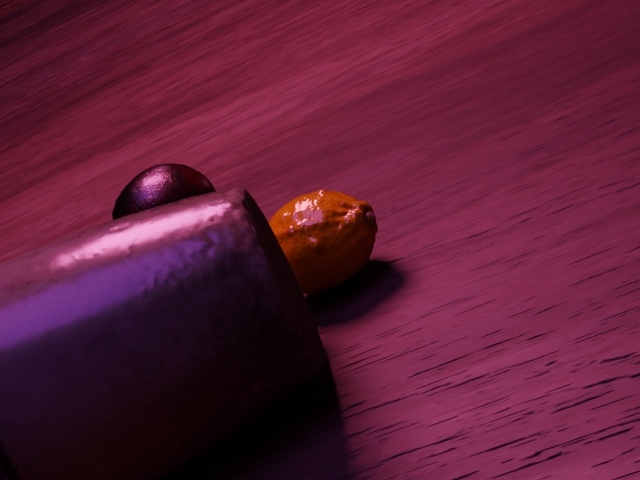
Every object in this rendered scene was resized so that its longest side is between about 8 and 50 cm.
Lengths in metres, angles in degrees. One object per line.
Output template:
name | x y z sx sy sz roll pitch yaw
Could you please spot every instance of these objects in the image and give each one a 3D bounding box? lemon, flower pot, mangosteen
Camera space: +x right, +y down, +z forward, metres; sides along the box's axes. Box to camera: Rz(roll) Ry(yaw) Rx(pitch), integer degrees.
lemon | 0.000 0.000 1.679 0.155 0.114 0.114 -30 25 27
flower pot | -0.181 0.110 1.533 0.330 0.294 0.293 -24 27 5
mangosteen | -0.199 -0.025 1.929 0.152 0.152 0.152 -26 27 15
